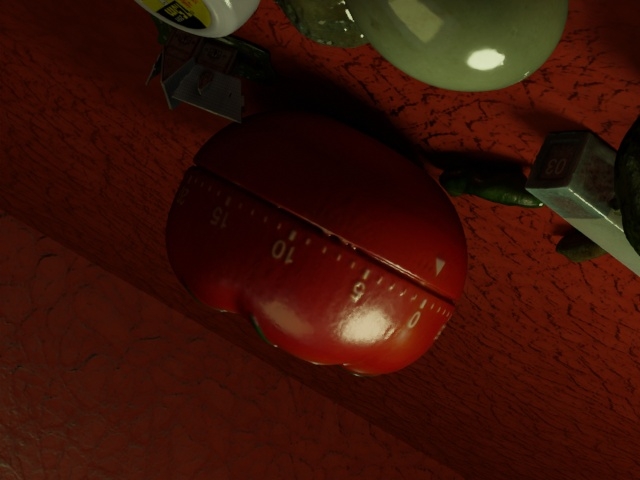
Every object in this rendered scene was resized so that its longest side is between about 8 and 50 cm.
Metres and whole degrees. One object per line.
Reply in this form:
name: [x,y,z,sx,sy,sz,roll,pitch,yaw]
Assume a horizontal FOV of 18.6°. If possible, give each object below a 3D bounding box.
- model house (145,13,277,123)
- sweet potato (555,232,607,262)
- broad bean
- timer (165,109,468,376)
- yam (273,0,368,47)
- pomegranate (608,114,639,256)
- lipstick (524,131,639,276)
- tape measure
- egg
model house: [-0.148,-0.202,2.394,0.167,0.088,0.117,22,163,8]
sweet potato: [0.336,0.005,2.437,0.041,0.038,0.153,6,168,-19]
broad bean: [0.202,-0.069,2.381,0.061,0.046,0.195,15,177,-29]
timer: [0.000,0.000,2.433,0.378,0.279,0.378,27,179,0]
yam: [-0.016,-0.313,1.781,0.133,0.133,0.330,17,159,24]
pomegranate: [0.412,-0.069,1.885,0.222,0.276,0.204,14,-142,-51]
lipstick: [0.394,0.001,2.265,0.371,0.076,0.079,34,161,-30]
tape measure: [-0.143,-0.298,2.072,0.178,0.105,0.196,39,159,-20]
egg: [0.116,-0.234,1.726,0.186,0.187,0.253,7,153,47]
